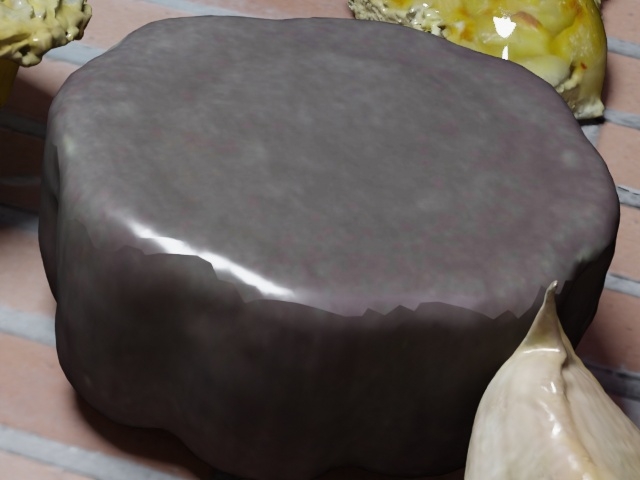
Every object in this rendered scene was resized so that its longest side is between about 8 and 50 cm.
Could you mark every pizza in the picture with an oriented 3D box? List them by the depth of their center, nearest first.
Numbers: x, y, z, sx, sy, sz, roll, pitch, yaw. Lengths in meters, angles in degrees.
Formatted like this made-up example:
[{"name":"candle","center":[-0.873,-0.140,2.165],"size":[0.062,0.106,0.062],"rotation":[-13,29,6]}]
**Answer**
[{"name":"pizza","center":[0.144,-0.162,1.307],"size":[0.204,0.080,0.188],"rotation":[-15,46,-29]}]

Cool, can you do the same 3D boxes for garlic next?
[{"name":"garlic","center":[0.142,0.153,0.854],"size":[0.145,0.164,0.245],"rotation":[-15,52,-18]}]

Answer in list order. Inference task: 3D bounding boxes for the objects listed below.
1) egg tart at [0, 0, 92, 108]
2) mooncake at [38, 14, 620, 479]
[{"name":"egg tart","center":[-0.274,-0.111,1.097],"size":[0.288,0.118,0.288],"rotation":[-1,20,0]},{"name":"mooncake","center":[0.000,0.000,1.023],"size":[0.306,0.154,0.306],"rotation":[6,40,-5]}]
